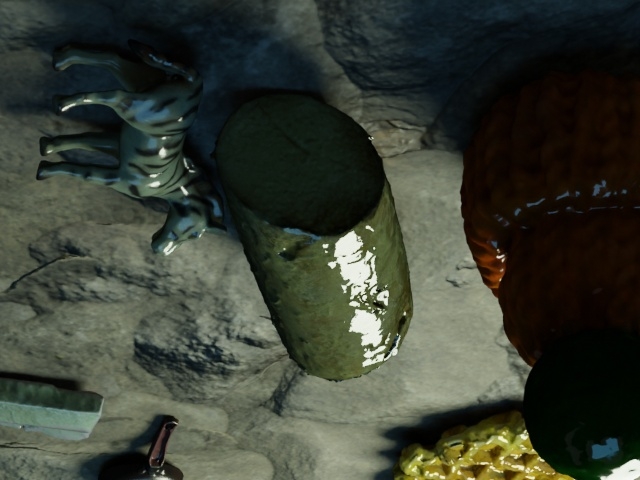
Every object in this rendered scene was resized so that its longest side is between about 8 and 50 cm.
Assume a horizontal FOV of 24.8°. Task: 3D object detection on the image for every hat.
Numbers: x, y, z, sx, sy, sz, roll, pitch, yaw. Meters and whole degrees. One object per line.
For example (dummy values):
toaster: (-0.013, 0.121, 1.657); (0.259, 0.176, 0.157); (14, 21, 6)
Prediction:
hat: (0.283, 0.046, 1.344); (0.285, 0.400, 0.285); (-6, 142, -5)

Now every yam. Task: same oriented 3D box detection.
yam: (0.000, 0.000, 1.447); (0.168, 0.168, 0.304); (-8, 143, 5)

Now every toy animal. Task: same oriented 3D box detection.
toy animal: (-0.187, -0.087, 1.386); (0.170, 0.090, 0.255); (-8, 145, -2)

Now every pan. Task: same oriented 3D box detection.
pan: (-0.222, 0.299, 1.912); (0.114, 0.040, 0.212); (7, 142, -22)

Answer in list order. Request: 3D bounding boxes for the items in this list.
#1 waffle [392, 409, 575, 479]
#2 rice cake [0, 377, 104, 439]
waffle: (0.253, 0.325, 1.969); (0.325, 0.068, 0.302); (-15, 141, 16)
rice cake: (-0.409, 0.198, 1.753); (0.290, 0.051, 0.081); (6, 132, -11)
